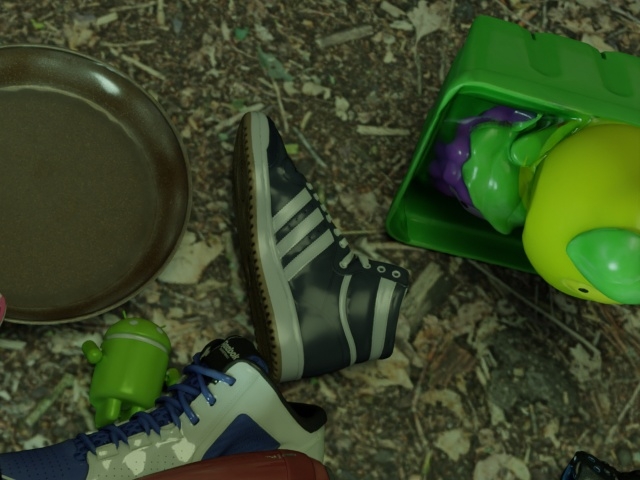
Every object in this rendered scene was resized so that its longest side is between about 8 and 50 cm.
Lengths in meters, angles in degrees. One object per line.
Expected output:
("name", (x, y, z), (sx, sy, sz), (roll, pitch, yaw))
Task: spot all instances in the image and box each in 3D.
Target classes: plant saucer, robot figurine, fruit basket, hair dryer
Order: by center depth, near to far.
("hair dryer", (-0.061, 0.282, 1.162), (0.293, 0.080, 0.223), (42, 84, -23))
("robot figurine", (-0.181, 0.125, 1.303), (0.101, 0.067, 0.115), (21, 61, -19))
("plant saucer", (-0.284, -0.054, 1.368), (0.311, 0.050, 0.310), (6, 65, -13))
("fruit basket", (0.273, -0.035, 1.385), (0.392, 0.283, 0.392), (11, 48, -12))

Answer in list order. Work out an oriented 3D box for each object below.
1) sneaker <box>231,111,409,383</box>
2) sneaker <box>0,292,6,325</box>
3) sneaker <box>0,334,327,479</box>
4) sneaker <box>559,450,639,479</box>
("sneaker", (0.000, 0.000, 1.395), (0.153, 0.099, 0.282), (-6, 74, -13))
("sneaker", (-0.351, 0.114, 1.251), (0.063, 0.075, 0.170), (35, 72, 1))
("sneaker", (-0.128, 0.173, 1.227), (0.316, 0.127, 0.182), (5, 96, -21))
("sneaker", (0.319, 0.243, 1.387), (0.217, 0.079, 0.121), (-37, 82, -26))
